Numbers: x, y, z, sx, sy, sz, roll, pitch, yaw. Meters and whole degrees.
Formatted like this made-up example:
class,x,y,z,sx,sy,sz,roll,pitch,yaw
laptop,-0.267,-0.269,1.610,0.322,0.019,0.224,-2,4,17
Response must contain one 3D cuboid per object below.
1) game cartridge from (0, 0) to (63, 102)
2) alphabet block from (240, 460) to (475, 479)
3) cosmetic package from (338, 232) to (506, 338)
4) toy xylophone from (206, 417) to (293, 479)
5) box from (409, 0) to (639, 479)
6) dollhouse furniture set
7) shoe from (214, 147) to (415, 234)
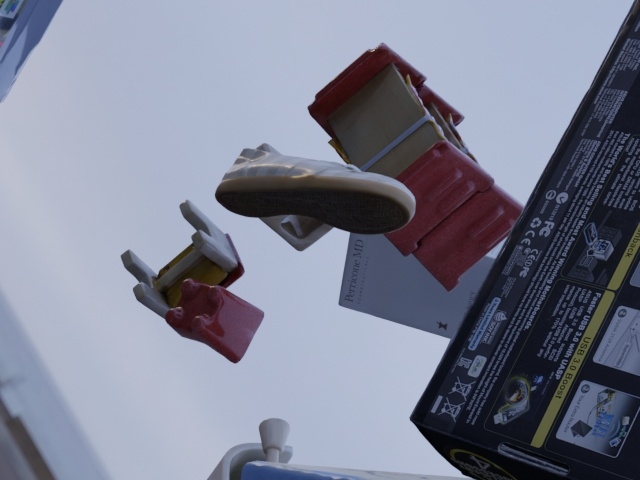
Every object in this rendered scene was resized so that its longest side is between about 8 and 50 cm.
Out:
class,x,y,z,sx,sy,sz,roll,pitch,yaw
game cartridge,-0.256,-0.196,1.372,0.060,0.196,0.294,30,9,13
alphabet block,0.063,0.262,1.343,0.192,0.197,0.193,1,-97,59
cosmetic package,0.144,0.042,2.147,0.085,0.231,0.117,-48,150,-63
toy xylophone,-0.067,0.310,1.739,0.236,0.081,0.322,-51,-152,45
box,0.280,0.005,1.198,0.318,0.395,0.097,15,-22,41
dollhouse furniture set,0.000,0.000,1.930,0.152,0.374,0.201,40,17,-40
shoe,-0.003,-0.052,1.742,0.219,0.058,0.076,6,-31,37
